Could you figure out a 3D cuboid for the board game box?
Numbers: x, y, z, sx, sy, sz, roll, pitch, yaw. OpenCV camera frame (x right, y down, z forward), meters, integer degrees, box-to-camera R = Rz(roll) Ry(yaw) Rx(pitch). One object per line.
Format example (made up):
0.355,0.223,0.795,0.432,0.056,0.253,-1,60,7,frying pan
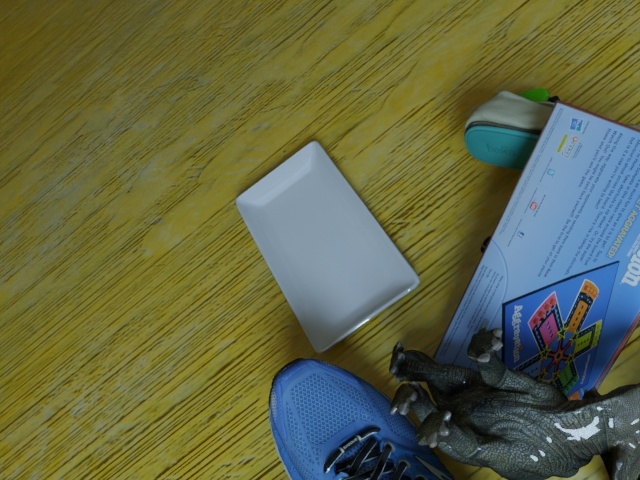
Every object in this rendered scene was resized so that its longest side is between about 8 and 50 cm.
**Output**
0.217,0.033,0.518,0.145,0.027,0.281,36,116,36,board game box

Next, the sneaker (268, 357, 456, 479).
0.076,0.218,0.467,0.130,0.147,0.330,-36,65,-19,sneaker

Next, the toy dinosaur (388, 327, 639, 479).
0.144,0.152,0.481,0.121,0.160,0.313,-59,13,-25,toy dinosaur

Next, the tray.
0.000,0.000,0.725,0.145,0.030,0.270,-37,55,6,tray

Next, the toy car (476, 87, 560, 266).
0.263,-0.069,0.617,0.239,0.053,0.224,-21,57,15,toy car

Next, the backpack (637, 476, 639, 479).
0.329,0.210,0.404,0.182,0.115,0.152,36,84,35,backpack

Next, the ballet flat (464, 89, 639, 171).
0.258,-0.090,0.554,0.248,0.086,0.086,31,82,35,ballet flat
